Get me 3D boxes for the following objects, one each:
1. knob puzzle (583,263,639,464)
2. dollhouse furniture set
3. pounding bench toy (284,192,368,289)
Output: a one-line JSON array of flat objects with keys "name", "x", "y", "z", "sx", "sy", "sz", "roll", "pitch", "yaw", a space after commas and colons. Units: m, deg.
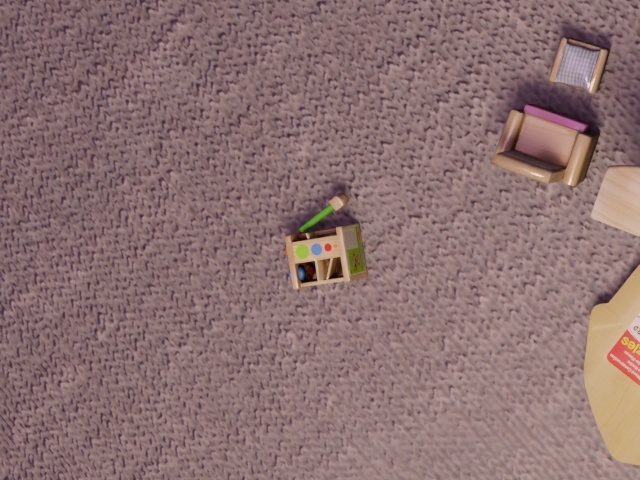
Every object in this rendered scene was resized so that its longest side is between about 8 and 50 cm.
[{"name": "knob puzzle", "x": 0.322, "y": 0.118, "z": 1.769, "sx": 0.213, "sy": 0.030, "sz": 0.213, "roll": 2, "pitch": 96, "yaw": 19}, {"name": "dollhouse furniture set", "x": 0.315, "y": -0.160, "z": 1.658, "sx": 0.286, "sy": 0.198, "sz": 0.303, "roll": 21, "pitch": 101, "yaw": 17}, {"name": "pounding bench toy", "x": 0.000, "y": 0.000, "z": 1.864, "sx": 0.065, "sy": 0.052, "sz": 0.083, "roll": -8, "pitch": 92, "yaw": 21}]
